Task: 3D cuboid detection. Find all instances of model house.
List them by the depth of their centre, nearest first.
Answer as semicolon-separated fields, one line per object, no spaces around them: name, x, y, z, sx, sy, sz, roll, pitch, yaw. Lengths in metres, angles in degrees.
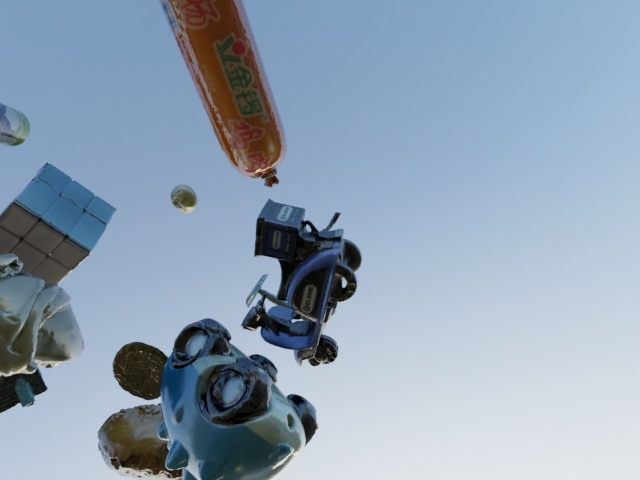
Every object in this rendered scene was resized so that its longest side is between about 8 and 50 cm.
model house;-0.954;0.397;1.159;0.261;0.226;0.241;-25;-104;-36

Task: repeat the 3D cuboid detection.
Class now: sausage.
sausage;-0.112;-0.204;0.500;0.092;0.093;0.312;-24;-60;-11

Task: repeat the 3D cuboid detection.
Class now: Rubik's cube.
Rubik's cube;-0.770;-0.036;1.170;0.221;0.231;0.224;-36;-58;21

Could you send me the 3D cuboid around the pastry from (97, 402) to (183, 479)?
pastry;-0.348;0.446;0.920;0.254;0.162;0.311;17;-35;-9

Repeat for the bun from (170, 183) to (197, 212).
bun;-0.401;-0.120;1.196;0.054;0.086;0.086;-32;-53;-54

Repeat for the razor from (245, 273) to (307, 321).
razor;-0.106;0.205;1.260;0.231;0.106;0.068;31;-53;-1

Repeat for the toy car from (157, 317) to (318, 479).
toy car;-0.142;0.251;0.601;0.190;0.255;0.188;-49;-46;-10

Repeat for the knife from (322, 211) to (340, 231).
knife;0.000;-0.004;1.032;0.021;0.046;0.222;23;-47;-15

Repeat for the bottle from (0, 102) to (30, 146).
bottle;-0.741;-0.268;0.838;0.093;0.330;0.093;0;-88;-3

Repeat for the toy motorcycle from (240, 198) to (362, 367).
toy motorcycle;-0.046;0.107;0.797;0.212;0.125;0.359;13;-58;3

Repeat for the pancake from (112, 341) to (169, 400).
pancake;-0.298;0.221;0.696;0.114;0.011;0.115;1;-70;4

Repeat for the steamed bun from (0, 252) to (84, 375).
steamed bun;-0.603;0.113;0.726;0.323;0.310;0.220;8;-102;-4
